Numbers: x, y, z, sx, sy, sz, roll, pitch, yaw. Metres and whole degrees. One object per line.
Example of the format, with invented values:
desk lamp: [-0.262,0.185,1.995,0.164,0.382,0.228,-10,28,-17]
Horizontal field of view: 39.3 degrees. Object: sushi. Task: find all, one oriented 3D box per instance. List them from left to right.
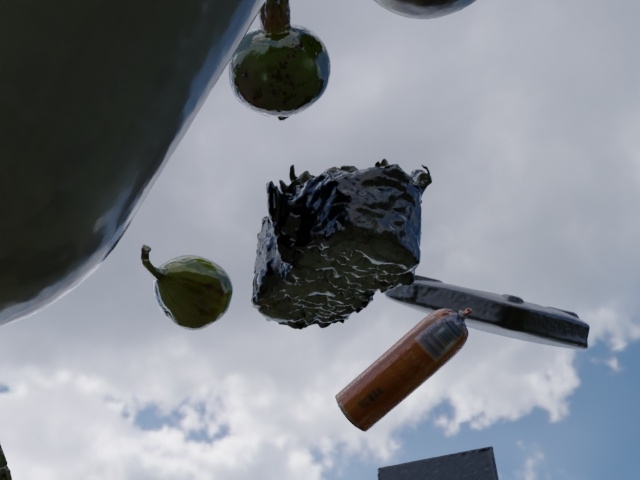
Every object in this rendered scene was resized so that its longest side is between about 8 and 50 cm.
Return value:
sushi: [0.000,0.000,0.852,0.147,0.115,0.212,9,-28,-24]

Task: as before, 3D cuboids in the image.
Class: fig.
fig: [-0.170,0.037,1.067,0.093,0.093,0.166,-24,-52,13]

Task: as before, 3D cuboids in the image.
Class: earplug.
earplug: [-0.251,-0.131,0.680,0.313,0.313,0.394,32,-101,-23]

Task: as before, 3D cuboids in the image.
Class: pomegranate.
pomegranate: [-0.067,-0.283,1.373,0.159,0.159,0.205,-4,-62,-1]

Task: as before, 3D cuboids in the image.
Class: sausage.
sausage: [0.127,0.175,1.277,0.234,0.071,0.071,-43,-62,14]

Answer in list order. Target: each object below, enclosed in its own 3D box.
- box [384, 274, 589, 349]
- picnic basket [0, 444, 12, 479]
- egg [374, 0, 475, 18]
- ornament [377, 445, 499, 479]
box: [0.299,0.127,1.602,0.289,0.290,0.073,17,-94,-45]
picnic basket: [-0.551,0.336,1.271,0.196,0.154,0.134,-15,-22,-30]
egg: [0.180,-0.466,1.350,0.289,0.238,0.238,-22,-55,32]
ornament: [0.166,0.395,1.158,0.166,0.153,0.196,-12,-47,10]
